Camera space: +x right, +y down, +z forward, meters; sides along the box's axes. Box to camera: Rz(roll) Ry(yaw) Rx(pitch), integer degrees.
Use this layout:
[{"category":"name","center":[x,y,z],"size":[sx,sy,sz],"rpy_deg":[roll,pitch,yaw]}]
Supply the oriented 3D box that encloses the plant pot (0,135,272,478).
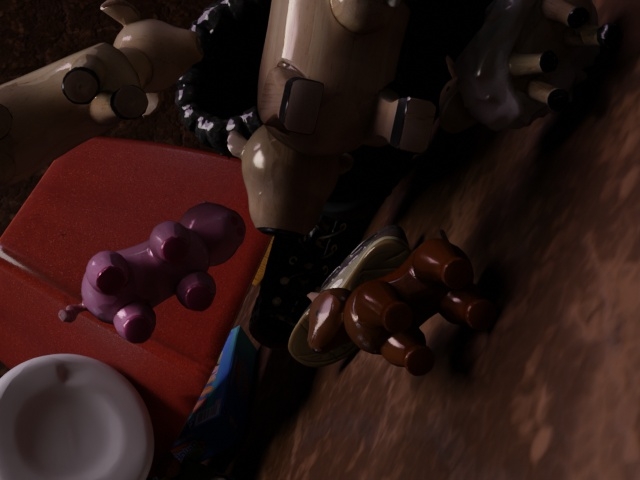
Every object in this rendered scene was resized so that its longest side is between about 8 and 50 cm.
[{"category":"plant pot","center":[-0.206,0.047,1.038],"size":[0.267,0.236,0.267],"rpy_deg":[120,173,-50]}]

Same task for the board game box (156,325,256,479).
[{"category":"board game box","center":[-0.163,0.204,1.207],"size":[0.160,0.047,0.210],"rpy_deg":[-28,21,13]}]

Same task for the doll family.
[{"category":"doll family","center":[-0.158,0.291,0.978],"size":[0.193,0.111,0.076],"rpy_deg":[-66,10,-10]}]

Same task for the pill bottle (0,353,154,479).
[{"category":"pill bottle","center":[-0.284,0.234,0.968],"size":[0.283,0.161,0.161],"rpy_deg":[-45,21,49]}]

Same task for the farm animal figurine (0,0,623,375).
[{"category":"farm animal figurine","center":[-0.028,-0.083,0.607],"size":[0.326,0.330,0.172],"rpy_deg":[-61,20,3]}]

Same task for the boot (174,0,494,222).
[{"category":"boot","center":[0.037,-0.193,0.820],"size":[0.348,0.131,0.260],"rpy_deg":[-66,-27,-7]}]

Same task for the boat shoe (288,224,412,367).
[{"category":"boat shoe","center":[0.028,0.049,0.834],"size":[0.152,0.056,0.049],"rpy_deg":[-47,12,28]}]

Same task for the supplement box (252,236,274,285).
[{"category":"supplement box","center":[-0.073,-0.037,1.485],"size":[0.233,0.080,0.078],"rpy_deg":[-57,9,41]}]

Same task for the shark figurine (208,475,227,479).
[{"category":"shark figurine","center":[-0.151,0.322,0.829],"size":[0.166,0.278,0.116],"rpy_deg":[21,129,49]}]

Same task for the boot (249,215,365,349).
[{"category":"boot","center":[0.001,0.001,1.010],"size":[0.236,0.085,0.178],"rpy_deg":[129,160,-57]}]
